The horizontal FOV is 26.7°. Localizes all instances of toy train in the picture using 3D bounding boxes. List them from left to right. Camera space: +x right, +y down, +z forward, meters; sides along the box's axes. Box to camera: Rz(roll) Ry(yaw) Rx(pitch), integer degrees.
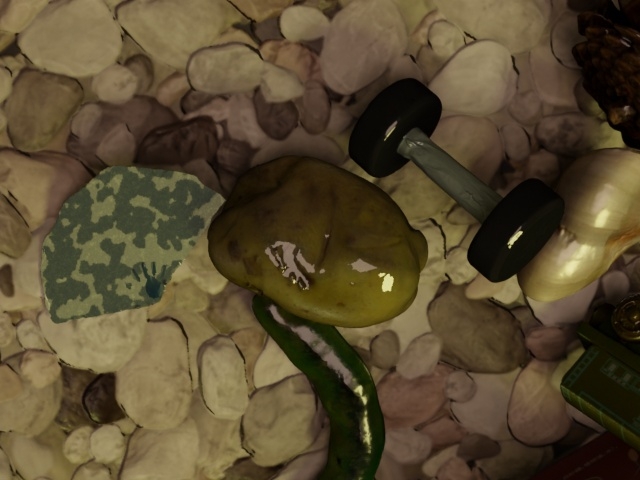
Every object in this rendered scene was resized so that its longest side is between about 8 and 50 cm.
[{"bbox_3d":[0.336,0.152,1.314,0.137,0.225,0.090,-49,142,-8],"label":"toy train"}]

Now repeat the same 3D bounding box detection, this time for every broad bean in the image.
[{"bbox_3d":[-0.005,0.186,1.360,0.144,0.049,0.292,1,107,-7],"label":"broad bean"}]

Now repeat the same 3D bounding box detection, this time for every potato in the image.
[{"bbox_3d":[-0.001,0.004,1.247,0.200,0.154,0.137,17,147,1],"label":"potato"}]

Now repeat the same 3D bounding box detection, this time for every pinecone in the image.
[{"bbox_3d":[0.337,-0.169,1.227,0.208,0.208,0.207,-2,107,-7],"label":"pinecone"}]

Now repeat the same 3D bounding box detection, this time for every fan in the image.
[{"bbox_3d":[-0.185,0.002,1.258,0.240,0.009,0.131,-33,92,28],"label":"fan"}]

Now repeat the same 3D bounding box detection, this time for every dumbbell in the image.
[{"bbox_3d":[0.122,-0.056,1.232,0.191,0.100,0.100,43,99,21],"label":"dumbbell"}]

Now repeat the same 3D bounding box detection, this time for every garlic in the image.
[{"bbox_3d":[0.252,-0.014,1.281,0.099,0.124,0.174,35,103,18],"label":"garlic"}]

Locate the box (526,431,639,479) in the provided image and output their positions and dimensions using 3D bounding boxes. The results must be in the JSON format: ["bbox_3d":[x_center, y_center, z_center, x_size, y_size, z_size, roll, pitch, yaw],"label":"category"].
[{"bbox_3d":[0.317,0.406,1.432,0.385,0.122,0.344,-32,108,3],"label":"box"}]
